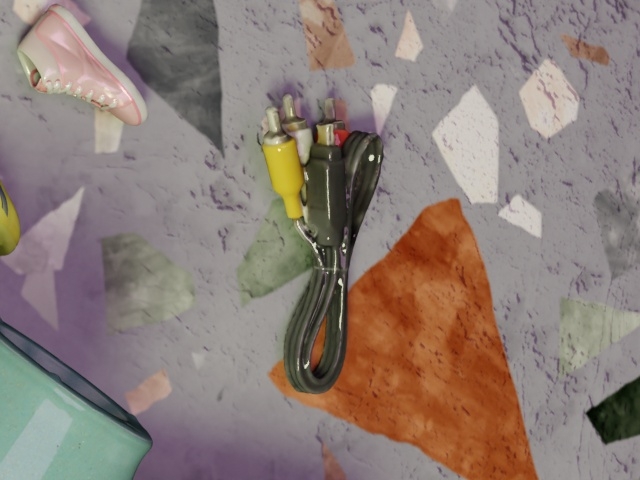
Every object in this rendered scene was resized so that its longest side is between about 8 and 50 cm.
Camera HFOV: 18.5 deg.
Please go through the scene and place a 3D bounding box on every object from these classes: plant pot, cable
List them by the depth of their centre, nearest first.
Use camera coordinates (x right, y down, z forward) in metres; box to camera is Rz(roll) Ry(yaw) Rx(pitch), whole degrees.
[{"bbox_3d":[-0.274,0.200,1.511,0.271,0.271,0.255,38,86,-26],"label":"plant pot"},{"bbox_3d":[0.000,0.000,1.918,0.139,0.072,0.287,-13,108,-49],"label":"cable"}]

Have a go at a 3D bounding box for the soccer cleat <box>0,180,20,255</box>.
[{"bbox_3d":[-0.336,-0.112,1.670,0.289,0.093,0.121,53,53,-22],"label":"soccer cleat"}]

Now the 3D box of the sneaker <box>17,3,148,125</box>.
[{"bbox_3d":[-0.219,-0.141,1.769,0.070,0.051,0.134,-47,109,-23],"label":"sneaker"}]
